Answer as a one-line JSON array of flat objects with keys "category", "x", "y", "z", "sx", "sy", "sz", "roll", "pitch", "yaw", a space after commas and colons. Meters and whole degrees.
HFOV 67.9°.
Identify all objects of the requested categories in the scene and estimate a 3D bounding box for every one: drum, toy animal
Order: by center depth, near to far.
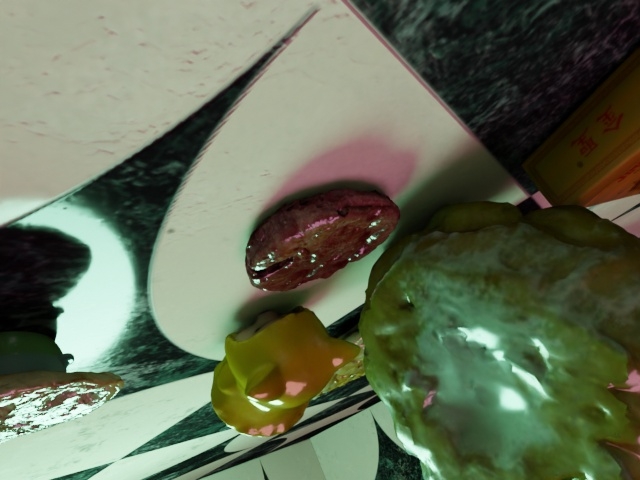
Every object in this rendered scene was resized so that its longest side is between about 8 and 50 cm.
[{"category": "drum", "x": -0.256, "y": 0.086, "z": 0.345, "sx": 0.130, "sy": 0.049, "sz": 0.253, "roll": -12, "pitch": 153, "yaw": -28}, {"category": "toy animal", "x": -0.063, "y": 0.175, "z": 0.615, "sx": 0.156, "sy": 0.155, "sz": 0.229, "roll": -11, "pitch": 156, "yaw": -31}]

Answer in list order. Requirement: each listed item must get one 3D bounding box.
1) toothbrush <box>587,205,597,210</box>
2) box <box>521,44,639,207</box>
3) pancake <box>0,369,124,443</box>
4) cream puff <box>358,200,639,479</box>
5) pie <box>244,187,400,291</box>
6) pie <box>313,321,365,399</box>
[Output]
[{"category": "toothbrush", "x": 0.475, "y": -0.081, "z": 0.768, "sx": 0.194, "sy": 0.017, "sz": 0.014, "roll": -40, "pitch": 152, "yaw": 29}, {"category": "box", "x": 0.376, "y": -0.125, "z": 0.505, "sx": 0.274, "sy": 0.076, "sz": 0.174, "roll": -12, "pitch": 152, "yaw": -29}, {"category": "pancake", "x": -0.236, "y": 0.136, "z": 0.375, "sx": 0.152, "sy": 0.025, "sz": 0.151, "roll": -22, "pitch": 157, "yaw": -10}, {"category": "cream puff", "x": 0.228, "y": 0.121, "z": 0.534, "sx": 0.276, "sy": 0.378, "sz": 0.378, "roll": -20, "pitch": 158, "yaw": -41}, {"category": "pie", "x": 0.000, "y": 0.000, "z": 0.441, "sx": 0.154, "sy": 0.038, "sz": 0.153, "roll": -24, "pitch": 159, "yaw": -10}, {"category": "pie", "x": 0.101, "y": 0.219, "z": 0.940, "sx": 0.340, "sy": 0.077, "sz": 0.339, "roll": -24, "pitch": 156, "yaw": -12}]
